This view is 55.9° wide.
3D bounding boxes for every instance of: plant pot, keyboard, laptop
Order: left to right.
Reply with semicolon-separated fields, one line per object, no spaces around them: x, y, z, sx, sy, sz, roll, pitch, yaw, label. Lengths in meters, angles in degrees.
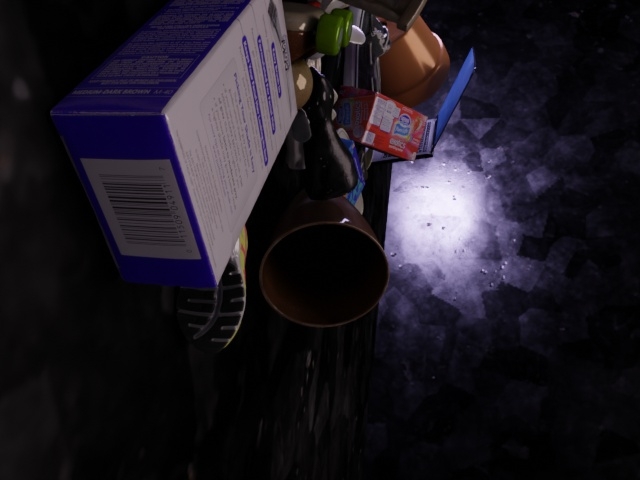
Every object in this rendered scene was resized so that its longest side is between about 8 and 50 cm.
0.000;0.000;1.091;0.230;0.215;0.215;-96;-178;-57;plant pot
0.032;-0.467;1.457;0.201;0.033;0.317;87;11;-60;keyboard
0.208;-0.546;1.747;0.203;0.291;0.291;51;41;-50;plant pot
0.287;-0.419;1.884;0.382;0.408;0.236;-64;144;-61;laptop

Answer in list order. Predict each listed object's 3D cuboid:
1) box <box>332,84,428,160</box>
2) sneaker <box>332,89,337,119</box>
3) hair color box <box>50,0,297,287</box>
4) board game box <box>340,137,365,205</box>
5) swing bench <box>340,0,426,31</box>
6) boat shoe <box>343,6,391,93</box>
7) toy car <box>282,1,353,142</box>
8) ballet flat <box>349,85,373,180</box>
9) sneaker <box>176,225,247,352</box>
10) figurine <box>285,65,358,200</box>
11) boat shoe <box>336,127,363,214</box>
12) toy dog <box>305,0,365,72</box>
0.150;-0.297;1.554;0.257;0.122;0.128;7;103;-51;box
-0.012;-0.279;1.170;0.058;0.084;0.152;-43;173;0;sneaker
-0.120;-0.134;0.630;0.339;0.110;0.185;-71;159;-48;hair color box
0.026;-0.095;1.329;0.210;0.047;0.160;-62;155;-22;board game box
0.045;-0.472;0.870;0.165;0.253;0.255;-60;164;-5;swing bench
0.126;-0.519;1.568;0.335;0.119;0.121;90;9;-50;boat shoe
-0.050;-0.237;0.861;0.149;0.155;0.188;-64;164;-62;toy car
0.102;-0.286;1.673;0.095;0.096;0.280;35;-51;50;ballet flat
-0.121;0.032;0.742;0.094;0.081;0.208;-3;98;-85;sneaker
-0.016;-0.208;1.031;0.215;0.092;0.209;-122;-161;-55;figurine
0.046;-0.157;1.483;0.095;0.079;0.254;-55;142;-39;boat shoe
0.051;-0.489;1.216;0.220;0.161;0.334;53;41;-72;toy dog
